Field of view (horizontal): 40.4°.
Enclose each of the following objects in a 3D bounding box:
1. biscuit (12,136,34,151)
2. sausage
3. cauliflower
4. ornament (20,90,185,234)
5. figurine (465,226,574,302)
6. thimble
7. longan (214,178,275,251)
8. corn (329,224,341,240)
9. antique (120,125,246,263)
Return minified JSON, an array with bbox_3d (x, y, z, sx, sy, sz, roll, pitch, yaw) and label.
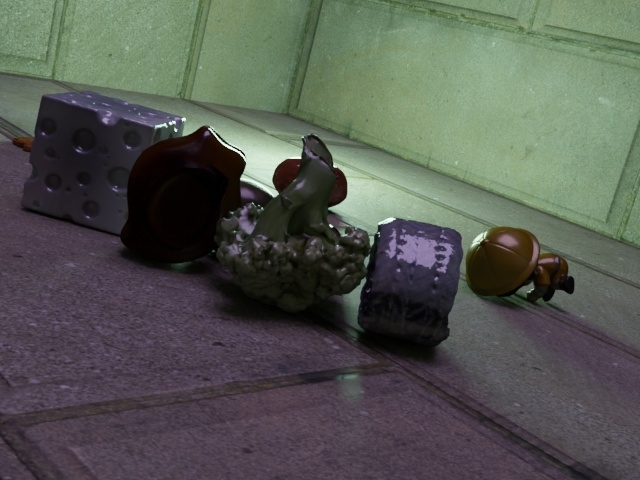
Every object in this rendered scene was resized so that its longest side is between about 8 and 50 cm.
[{"bbox_3d":[-0.766,-0.257,2.328,0.102,0.019,0.130,5,16,-39],"label":"biscuit"},{"bbox_3d":[-0.024,-0.161,2.449,0.254,0.148,0.148,5,17,-37],"label":"sausage"},{"bbox_3d":[-0.035,0.000,1.540,0.327,0.281,0.260,-16,60,-49],"label":"cauliflower"},{"bbox_3d":[-0.450,-0.168,1.833,0.239,0.240,0.240,17,13,3],"label":"ornament"},{"bbox_3d":[0.459,0.055,2.032,0.257,0.167,0.192,9,1,-31],"label":"figurine"},{"bbox_3d":[0.157,0.075,1.556,0.157,0.217,0.245,10,30,1],"label":"thimble"},{"bbox_3d":[-0.174,-0.042,1.808,0.185,0.159,0.204,2,-22,-5],"label":"longan"},{"bbox_3d":[-0.027,-0.002,1.846,0.122,0.123,0.305,8,16,-32],"label":"corn"},{"bbox_3d":[-0.258,-0.079,1.632,0.223,0.278,0.129,43,7,-19],"label":"antique"}]
